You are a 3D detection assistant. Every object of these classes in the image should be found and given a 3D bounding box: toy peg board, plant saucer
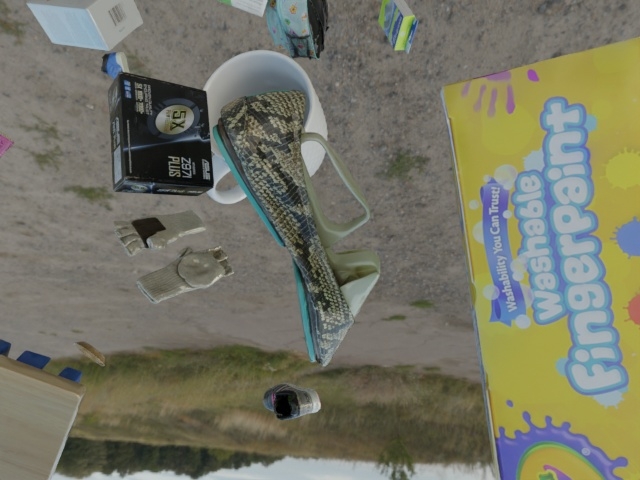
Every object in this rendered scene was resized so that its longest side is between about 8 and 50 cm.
[{"bbox_3d":[-0.333,0.165,0.426,0.161,0.079,0.160,25,107,-10],"label":"toy peg board"},{"bbox_3d":[-0.517,0.252,0.920,0.084,0.015,0.083,21,142,18],"label":"plant saucer"}]

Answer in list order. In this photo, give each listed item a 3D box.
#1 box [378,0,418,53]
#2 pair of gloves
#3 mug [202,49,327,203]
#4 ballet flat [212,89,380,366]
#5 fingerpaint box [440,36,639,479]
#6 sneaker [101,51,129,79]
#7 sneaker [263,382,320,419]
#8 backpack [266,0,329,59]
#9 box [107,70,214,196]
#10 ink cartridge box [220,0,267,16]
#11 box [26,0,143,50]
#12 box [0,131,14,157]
[{"bbox_3d":[0.232,-0.668,1.240,0.043,0.178,0.109,-10,150,-13],"label":"box"},{"bbox_3d":[-0.322,0.020,0.906,0.204,0.240,0.042,-16,145,-38],"label":"pair of gloves"},{"bbox_3d":[-0.152,-0.243,1.067,0.374,0.276,0.328,-45,167,2],"label":"mug"},{"bbox_3d":[0.000,0.000,0.654,0.182,0.164,0.482,-19,115,1],"label":"ballet flat"},{"bbox_3d":[0.267,0.070,0.489,0.163,0.444,0.371,-8,177,20],"label":"fingerpaint box"},{"bbox_3d":[-0.730,-0.588,1.453,0.085,0.058,0.152,0,113,6],"label":"sneaker"},{"bbox_3d":[-0.080,0.343,0.868,0.075,0.063,0.171,4,166,-43],"label":"sneaker"},{"bbox_3d":[-0.055,-0.574,1.016,0.145,0.165,0.188,11,164,5],"label":"backpack"},{"bbox_3d":[-0.271,-0.173,0.697,0.148,0.179,0.078,0,172,-40],"label":"box"},{"bbox_3d":[-0.171,-0.626,0.875,0.155,0.093,0.212,5,131,-33],"label":"ink cartridge box"},{"bbox_3d":[-0.512,-0.499,0.896,0.171,0.130,0.091,15,148,17],"label":"box"},{"bbox_3d":[-0.488,-0.099,0.374,0.117,0.213,0.243,25,165,31],"label":"box"}]
